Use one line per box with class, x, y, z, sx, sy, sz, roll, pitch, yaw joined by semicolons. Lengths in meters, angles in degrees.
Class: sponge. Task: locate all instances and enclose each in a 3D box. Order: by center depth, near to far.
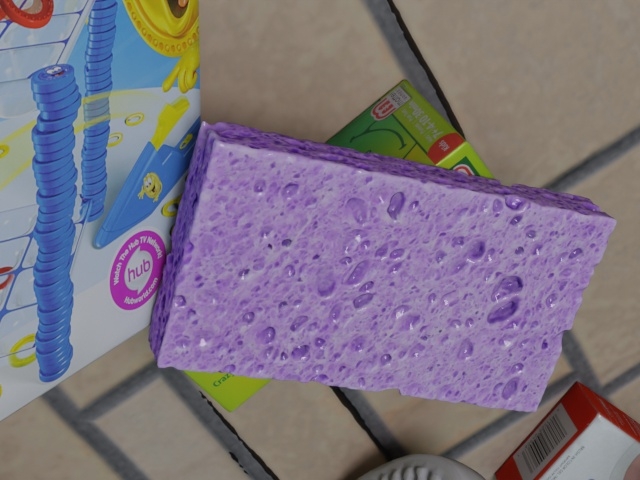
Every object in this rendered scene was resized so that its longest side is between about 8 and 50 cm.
sponge;0.030;0.018;0.530;0.210;0.031;0.117;9;114;-22

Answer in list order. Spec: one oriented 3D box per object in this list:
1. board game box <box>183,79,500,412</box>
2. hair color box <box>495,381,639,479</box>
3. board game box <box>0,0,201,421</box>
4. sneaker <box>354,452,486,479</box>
board game box;0.000;0.000;0.584;0.181;0.092;0.043;-38;122;5
hair color box;0.216;0.183;0.751;0.167;0.053;0.093;34;104;-14
board game box;-0.171;-0.062;0.398;0.308;0.086;0.302;-35;135;-48
sneaker;0.046;0.288;0.745;0.150;0.135;0.366;11;123;-30
